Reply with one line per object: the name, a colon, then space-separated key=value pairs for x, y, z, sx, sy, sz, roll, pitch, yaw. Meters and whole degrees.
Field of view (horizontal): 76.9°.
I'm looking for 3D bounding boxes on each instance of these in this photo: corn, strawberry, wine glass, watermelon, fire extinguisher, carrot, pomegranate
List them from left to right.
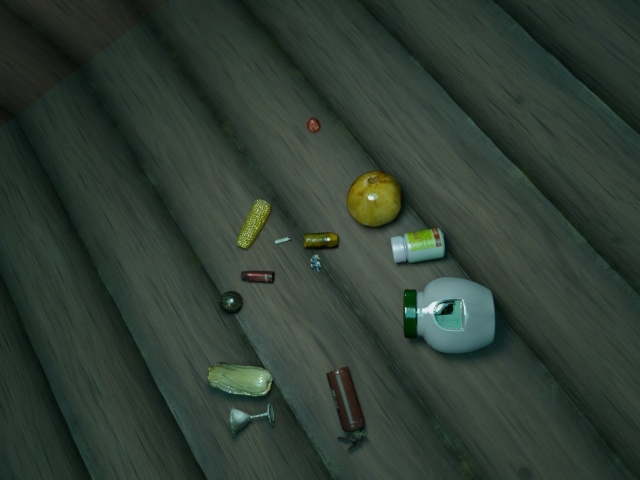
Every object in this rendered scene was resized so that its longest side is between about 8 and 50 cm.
watermelon: x=-0.441 y=0.292 z=1.933 sx=0.133 sy=0.105 sz=0.105 roll=12 pitch=80 yaw=-7
corn: x=-0.372 y=0.632 z=1.843 sx=0.305 sy=0.122 sz=0.123 roll=2 pitch=78 yaw=13
wine glass: x=-0.302 y=0.791 z=1.806 sx=0.183 sy=0.122 sz=0.122 roll=-11 pitch=76 yaw=3
corn: x=-0.333 y=-0.082 z=2.006 sx=0.091 sy=0.091 sz=0.260 roll=28 pitch=87 yaw=12
strawberry: x=-0.035 y=-0.598 z=2.067 sx=0.073 sy=0.083 sz=0.073 roll=1 pitch=69 yaw=-3
carrot: x=0.000 y=0.000 z=1.932 sx=0.173 sy=0.082 sz=0.082 roll=-3 pitch=78 yaw=7
fire extinguisher: x=0.104 y=0.734 z=1.753 sx=0.147 sy=0.106 sz=0.337 roll=-25 pitch=73 yaw=30
pomegranate: x=0.247 y=-0.179 z=1.841 sx=0.264 sy=0.264 sz=0.264 roll=-2 pitch=78 yaw=10

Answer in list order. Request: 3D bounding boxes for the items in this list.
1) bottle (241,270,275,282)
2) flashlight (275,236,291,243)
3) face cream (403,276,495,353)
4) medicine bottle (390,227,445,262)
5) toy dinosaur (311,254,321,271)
bottle: x=-0.307 y=0.173 z=1.965 sx=0.164 sy=0.060 sz=0.060 roll=1 pitch=78 yaw=11
flashlight: x=-0.183 y=0.000 z=1.997 sx=0.083 sy=0.018 sz=0.018 roll=-16 pitch=75 yaw=7
face cream: x=0.532 y=0.313 z=1.697 sx=0.357 sy=0.219 sz=0.312 roll=-1 pitch=80 yaw=13
medicine bottle: x=0.438 y=0.027 z=1.816 sx=0.225 sy=0.139 sz=0.139 roll=-10 pitch=77 yaw=8
toy dinosaur: x=-0.020 y=0.109 z=1.938 sx=0.047 sy=0.030 sz=0.083 roll=-5 pitch=78 yaw=11
